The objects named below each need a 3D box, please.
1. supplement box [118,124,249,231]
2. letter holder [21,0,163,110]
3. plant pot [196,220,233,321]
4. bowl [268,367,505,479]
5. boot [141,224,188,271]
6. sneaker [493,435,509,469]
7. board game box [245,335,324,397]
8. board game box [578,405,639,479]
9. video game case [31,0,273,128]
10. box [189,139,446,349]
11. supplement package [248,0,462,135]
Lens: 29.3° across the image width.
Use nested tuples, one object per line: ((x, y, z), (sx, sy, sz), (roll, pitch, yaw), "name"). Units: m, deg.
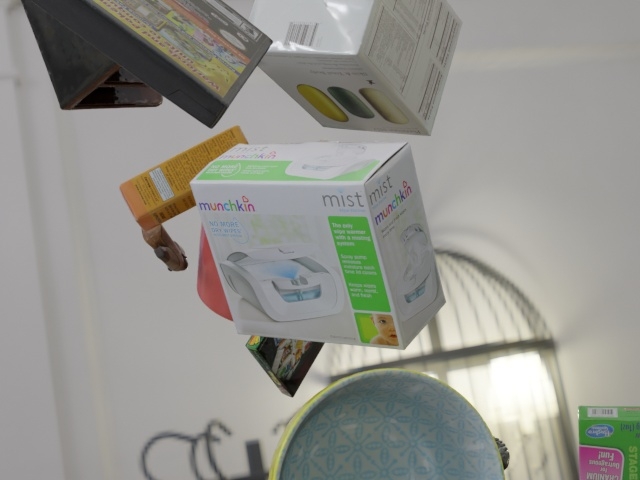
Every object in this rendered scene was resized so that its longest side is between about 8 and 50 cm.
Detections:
((-0.223, -0.107, 2.109), (0.233, 0.080, 0.078), (-29, -16, -4), "supplement box")
((-0.311, -0.361, 1.819), (0.152, 0.301, 0.214), (-30, -14, 37), "letter holder")
((-0.112, 0.011, 2.301), (0.275, 0.275, 0.243), (-1, -57, -36), "plant pot")
((0.060, 0.299, 1.471), (0.289, 0.289, 0.156), (-6, -4, -19), "bowl")
((-0.286, 0.005, 2.267), (0.042, 0.118, 0.087), (-26, -23, 17), "boot")
((0.241, 0.352, 1.978), (0.063, 0.073, 0.162), (-9, 10, -39), "sneaker")
((-0.016, 0.100, 1.896), (0.030, 0.259, 0.136), (9, -35, 39), "board game box")
((0.516, 0.411, 1.859), (0.242, 0.316, 0.064), (-1, 12, 13), "board game box")
((-0.183, -0.233, 1.174), (0.035, 0.275, 0.248), (-51, 8, 22), "video game case")
((0.000, 0.000, 1.541), (0.262, 0.231, 0.127), (3, 31, 33), "box")
((0.052, -0.301, 1.798), (0.199, 0.198, 0.263), (8, -16, 31), "supplement package")
